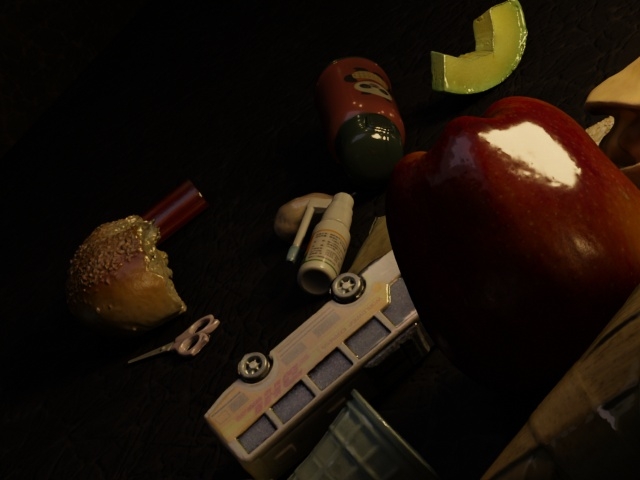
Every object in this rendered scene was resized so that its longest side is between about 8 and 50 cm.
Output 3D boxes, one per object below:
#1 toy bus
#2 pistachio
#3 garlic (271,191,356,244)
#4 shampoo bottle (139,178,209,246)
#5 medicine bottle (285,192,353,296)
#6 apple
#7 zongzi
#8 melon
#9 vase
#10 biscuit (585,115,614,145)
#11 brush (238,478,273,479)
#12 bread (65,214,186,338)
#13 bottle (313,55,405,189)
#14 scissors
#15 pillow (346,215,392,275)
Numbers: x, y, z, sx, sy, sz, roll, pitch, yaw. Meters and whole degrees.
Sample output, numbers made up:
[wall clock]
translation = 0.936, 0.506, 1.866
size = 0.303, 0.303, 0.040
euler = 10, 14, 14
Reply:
[toy bus]
translation = 0.010, 0.160, 1.735
size = 0.342, 0.097, 0.138
euler = -39, 48, -7
[pistachio]
translation = 0.446, -0.133, 1.581
size = 0.238, 0.229, 0.321
euler = 0, -2, -32
[garlic]
translation = -0.024, -0.048, 2.242
size = 0.152, 0.066, 0.084
euler = -23, 24, 32
[shampoo bottle]
translation = -0.338, -0.014, 2.611
size = 0.260, 0.064, 0.102
euler = -38, 25, -4
[medicine bottle]
translation = 0.000, 0.000, 2.109
size = 0.092, 0.061, 0.220
euler = 1, 35, 14
[apple]
translation = 0.223, 0.011, 1.483
size = 0.288, 0.317, 0.288
euler = -32, -5, -3
[zongzi]
translation = 0.325, 0.077, 1.320
size = 0.467, 0.218, 0.500
euler = -16, 32, 29
[melon]
translation = 0.269, -0.317, 2.295
size = 0.209, 0.118, 0.064
euler = -32, 7, -22
[vase]
translation = -0.021, 0.315, 1.465
size = 0.299, 0.143, 0.143
euler = -43, 24, -2
[biscuit]
translation = 0.395, -0.126, 1.876
size = 0.152, 0.020, 0.152
euler = -33, 24, 17
[brush]
translation = -0.052, 0.310, 1.619
size = 0.297, 0.060, 0.068
euler = -15, 29, 41
[bread]
translation = -0.358, 0.066, 2.358
size = 0.192, 0.171, 0.314
euler = -31, 23, 2
[bottle]
translation = 0.073, -0.197, 2.311
size = 0.144, 0.144, 0.336
euler = -32, 26, 10
[scissors]
translation = -0.246, 0.175, 2.198
size = 0.189, 0.015, 0.100
euler = -24, 25, 31
[pillow]
translation = 0.159, 0.008, 1.879
size = 0.302, 0.075, 0.185
euler = -13, 37, 43
